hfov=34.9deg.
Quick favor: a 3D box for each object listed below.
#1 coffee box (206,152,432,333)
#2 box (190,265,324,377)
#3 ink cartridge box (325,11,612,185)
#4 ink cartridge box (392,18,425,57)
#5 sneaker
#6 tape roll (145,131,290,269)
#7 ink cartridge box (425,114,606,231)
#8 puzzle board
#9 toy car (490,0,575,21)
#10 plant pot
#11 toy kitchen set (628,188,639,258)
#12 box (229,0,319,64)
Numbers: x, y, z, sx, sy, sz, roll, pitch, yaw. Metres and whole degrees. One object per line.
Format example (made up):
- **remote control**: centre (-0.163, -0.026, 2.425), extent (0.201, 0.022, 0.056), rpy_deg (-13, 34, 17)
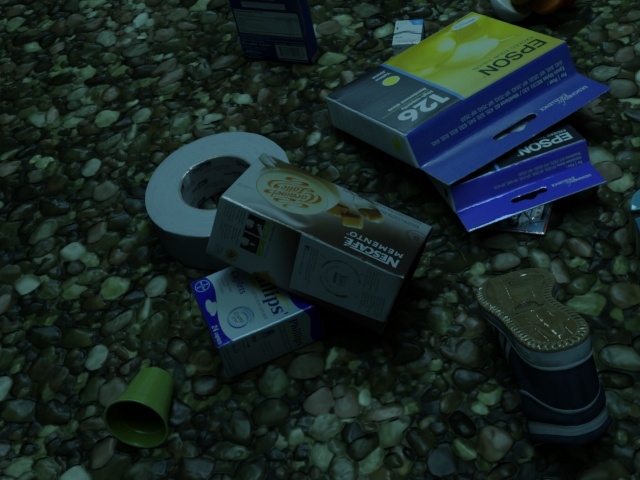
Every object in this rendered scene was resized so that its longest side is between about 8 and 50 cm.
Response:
- **coffee box**: centre (0.000, 0.000, 1.299), extent (0.247, 0.098, 0.141), rpy_deg (25, 36, 9)
- **box**: centre (-0.083, 0.091, 1.333), extent (0.137, 0.072, 0.126), rpy_deg (-23, 47, -8)
- **ink cartridge box**: centre (0.209, -0.222, 1.509), extent (0.304, 0.072, 0.307), rpy_deg (-31, 32, -18)
- **ink cartridge box**: centre (0.147, -0.332, 1.700), extent (0.048, 0.028, 0.083), rpy_deg (-2, 48, 14)
- **sneaker**: centre (0.259, 0.137, 1.195), extent (0.099, 0.153, 0.282), rpy_deg (-17, 15, 2)
- **tape roll**: centre (-0.143, -0.061, 1.493), extent (0.219, 0.072, 0.219), rpy_deg (-8, 46, 8)
- **ink cartridge box**: centre (0.260, -0.114, 1.432), extent (0.206, 0.045, 0.208), rpy_deg (-20, 37, -5)
- **puzzle board**: centre (0.276, -0.061, 1.422), extent (0.096, 0.011, 0.128), rpy_deg (7, 50, 21)
- **toy car**: centre (0.367, -0.446, 1.687), extent (0.136, 0.159, 0.182), rpy_deg (19, 46, -15)
- **plant pot**: centre (-0.216, 0.202, 1.269), extent (0.083, 0.083, 0.079), rpy_deg (-1, 34, 15)
- **toy kitchen set**: centre (0.478, -0.005, 1.238), extent (0.166, 0.122, 0.207), rpy_deg (-11, 46, 5)
- **box**: centre (-0.087, -0.396, 1.685), extent (0.137, 0.225, 0.036), rpy_deg (10, 51, 23)
